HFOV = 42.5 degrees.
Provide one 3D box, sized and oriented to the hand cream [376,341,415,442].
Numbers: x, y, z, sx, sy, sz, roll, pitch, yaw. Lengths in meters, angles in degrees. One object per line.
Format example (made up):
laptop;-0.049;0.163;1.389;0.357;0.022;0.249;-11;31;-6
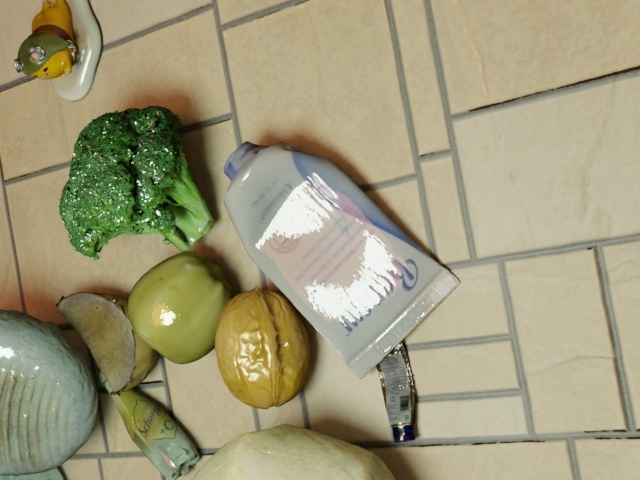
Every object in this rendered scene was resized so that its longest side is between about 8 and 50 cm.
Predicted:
hand cream;0.124;0.247;1.344;0.062;0.039;0.163;-14;81;32

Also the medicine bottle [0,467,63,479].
medicine bottle;-0.694;0.582;1.724;0.290;0.245;0.245;-29;79;28

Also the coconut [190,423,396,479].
coconut;-0.073;0.480;1.299;0.415;0.344;0.415;0;87;3

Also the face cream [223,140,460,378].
face cream;0.000;0.000;1.358;0.420;0.137;0.235;46;104;9

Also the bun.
bun;-0.604;0.288;1.580;0.362;0.211;0.361;-2;110;-5

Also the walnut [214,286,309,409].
walnut;-0.098;0.182;1.395;0.159;0.159;0.206;-8;87;30

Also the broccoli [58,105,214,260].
broccoli;-0.327;-0.091;1.462;0.308;0.308;0.275;-31;116;28

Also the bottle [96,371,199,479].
bottle;-0.344;0.346;1.591;0.270;0.083;0.083;41;112;23

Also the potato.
potato;-0.395;0.170;1.599;0.138;0.098;0.243;-49;67;22

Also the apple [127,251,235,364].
apple;-0.247;0.121;1.463;0.200;0.200;0.200;3;95;30

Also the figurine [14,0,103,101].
figurine;-0.540;-0.403;1.611;0.167;0.141;0.250;-14;87;32
